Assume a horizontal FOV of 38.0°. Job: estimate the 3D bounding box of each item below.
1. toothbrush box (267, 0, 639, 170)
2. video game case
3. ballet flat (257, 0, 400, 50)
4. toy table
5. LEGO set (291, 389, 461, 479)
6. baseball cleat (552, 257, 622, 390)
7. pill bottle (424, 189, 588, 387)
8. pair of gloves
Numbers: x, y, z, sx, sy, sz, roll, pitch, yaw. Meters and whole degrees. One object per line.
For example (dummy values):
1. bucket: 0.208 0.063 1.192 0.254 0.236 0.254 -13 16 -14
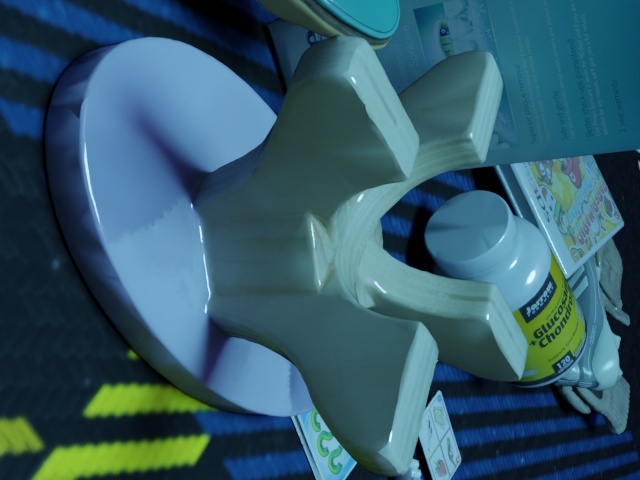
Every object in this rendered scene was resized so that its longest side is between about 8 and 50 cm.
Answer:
1. toothbrush box: 0.150 -0.144 0.636 0.216 0.295 0.126 -43 121 -50
2. video game case: 0.236 -0.080 0.959 0.227 0.026 0.206 -25 90 -56
3. ballet flat: -0.048 -0.183 0.506 0.232 0.073 0.080 40 57 -34
4. toy table: 0.000 0.000 0.509 0.274 0.161 0.252 41 53 -49
5. LEGO set: 0.077 0.177 0.707 0.182 0.060 0.244 -43 122 -47
6. baseball cleat: 0.245 0.064 0.971 0.206 0.109 0.072 -98 -163 -48
7. pill bottle: 0.159 0.042 0.806 0.184 0.103 0.103 52 45 -42
8. pair of gloves: 0.325 0.096 1.122 0.204 0.042 0.240 37 54 -46
